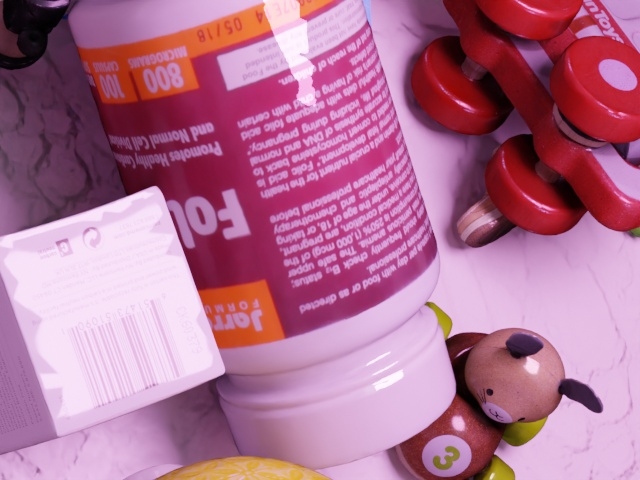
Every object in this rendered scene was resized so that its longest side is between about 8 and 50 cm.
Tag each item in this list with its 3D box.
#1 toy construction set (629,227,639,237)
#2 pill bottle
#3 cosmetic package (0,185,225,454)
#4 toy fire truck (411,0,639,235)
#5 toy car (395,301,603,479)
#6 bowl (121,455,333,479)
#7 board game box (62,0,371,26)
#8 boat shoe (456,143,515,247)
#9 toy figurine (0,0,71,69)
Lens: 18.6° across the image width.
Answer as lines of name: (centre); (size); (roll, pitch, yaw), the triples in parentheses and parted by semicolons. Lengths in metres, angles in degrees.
toy construction set: (0.469, -0.122, 1.954); (0.237, 0.257, 0.309); (41, 50, -37)
pill bottle: (-0.035, -0.033, 1.541); (0.224, 0.224, 0.392); (-29, 110, -34)
cosmetic package: (-0.197, 0.066, 1.473); (0.151, 0.184, 0.151); (-19, 89, -35)
toy fire truck: (0.251, -0.150, 1.781); (0.254, 0.169, 0.302); (-15, 60, -36)
toy car: (0.155, 0.132, 1.676); (0.155, 0.188, 0.149); (41, 59, -17)
bowl: (-0.098, 0.261, 1.481); (0.289, 0.289, 0.156); (-9, 39, -34)
board game box: (-0.109, -0.330, 1.694); (0.302, 0.086, 0.308); (7, 74, -31)
boat shoe: (0.182, -0.056, 1.827); (0.190, 0.068, 0.072); (-30, 81, -43)
toy figurine: (-0.313, -0.189, 1.490); (0.209, 0.148, 0.213); (43, 57, -3)
